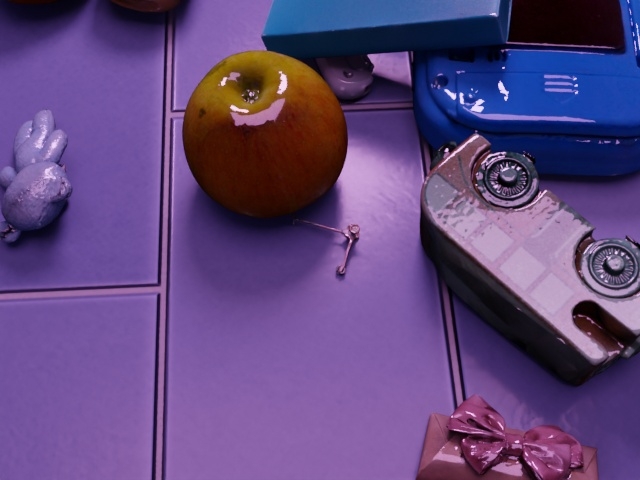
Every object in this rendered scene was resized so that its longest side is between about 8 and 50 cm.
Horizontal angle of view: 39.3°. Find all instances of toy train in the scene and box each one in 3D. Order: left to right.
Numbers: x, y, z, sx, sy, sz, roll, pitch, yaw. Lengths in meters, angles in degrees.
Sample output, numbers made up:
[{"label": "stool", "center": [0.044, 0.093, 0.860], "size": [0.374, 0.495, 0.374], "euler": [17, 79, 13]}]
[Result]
[{"label": "toy train", "center": [0.234, 0.018, 1.015], "size": [0.159, 0.129, 0.326], "euler": [-42, 71, -14]}]

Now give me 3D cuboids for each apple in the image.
[{"label": "apple", "center": [-0.066, -0.128, 1.051], "size": [0.195, 0.196, 0.196], "euler": [0, 62, -1]}]

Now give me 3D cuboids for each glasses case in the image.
[{"label": "glasses case", "center": [0.083, -0.285, 1.120], "size": [0.300, 0.070, 0.117], "euler": [0, 58, 23]}, {"label": "glasses case", "center": [0.205, 0.219, 0.939], "size": [0.193, 0.070, 0.103], "euler": [12, 62, 5]}]

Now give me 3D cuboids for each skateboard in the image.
[{"label": "skateboard", "center": [0.000, 0.000, 1.075], "size": [0.083, 0.032, 0.064], "euler": [18, 74, 6]}]

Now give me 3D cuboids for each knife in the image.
[{"label": "knife", "center": [0.006, -0.300, 1.225], "size": [0.073, 0.041, 0.266], "euler": [-16, 63, -14]}]

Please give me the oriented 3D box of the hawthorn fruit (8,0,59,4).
[{"label": "hawthorn fruit", "center": [-0.406, -0.429, 1.225], "size": [0.196, 0.197, 0.225], "euler": [-39, 42, -19]}]

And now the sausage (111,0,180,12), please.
[{"label": "sausage", "center": [-0.229, -0.419, 1.238], "size": [0.136, 0.120, 0.241], "euler": [13, 62, -10]}]

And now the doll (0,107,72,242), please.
[{"label": "doll", "center": [-0.341, -0.081, 1.097], "size": [0.120, 0.075, 0.180], "euler": [-35, 38, 23]}]

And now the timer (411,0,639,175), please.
[{"label": "timer", "center": [0.288, -0.232, 1.153], "size": [0.339, 0.115, 0.309], "euler": [2, 60, 2]}]
